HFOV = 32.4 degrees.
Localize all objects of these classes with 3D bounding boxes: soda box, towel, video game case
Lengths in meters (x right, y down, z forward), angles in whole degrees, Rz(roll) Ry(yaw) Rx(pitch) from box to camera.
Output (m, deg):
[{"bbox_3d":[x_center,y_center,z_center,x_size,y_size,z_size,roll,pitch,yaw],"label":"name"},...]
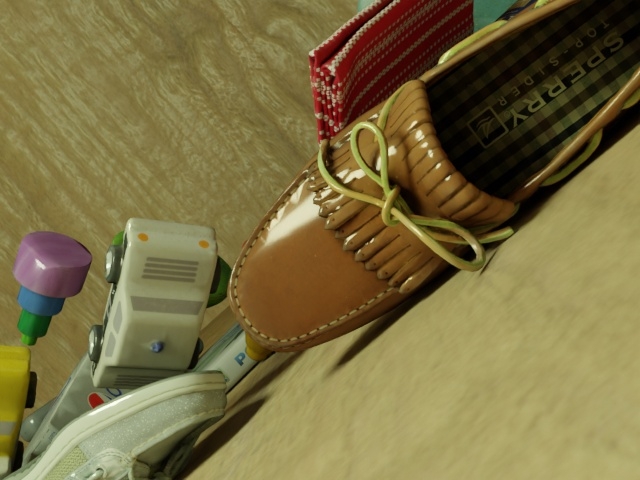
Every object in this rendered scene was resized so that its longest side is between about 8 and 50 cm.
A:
[{"bbox_3d":[-0.253,0.198,1.242,0.091,0.098,0.286,-54,9,15],"label":"soda box"},{"bbox_3d":[0.073,-0.093,0.933,0.199,0.031,0.275,-43,-35,-29],"label":"towel"},{"bbox_3d":[-0.125,0.153,1.387,0.300,0.036,0.329,-44,4,-23],"label":"video game case"}]

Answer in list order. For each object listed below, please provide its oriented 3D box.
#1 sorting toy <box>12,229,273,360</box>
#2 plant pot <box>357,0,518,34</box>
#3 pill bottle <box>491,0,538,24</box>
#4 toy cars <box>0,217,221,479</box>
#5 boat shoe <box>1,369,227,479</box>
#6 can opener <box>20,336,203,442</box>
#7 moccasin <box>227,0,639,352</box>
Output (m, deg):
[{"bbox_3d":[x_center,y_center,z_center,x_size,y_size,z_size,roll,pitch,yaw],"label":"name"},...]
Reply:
[{"bbox_3d":[-0.146,0.070,1.123,0.365,0.127,0.126,4,-61,-39],"label":"sorting toy"},{"bbox_3d":[0.187,-0.235,1.126,0.247,0.248,0.252,-40,12,32],"label":"plant pot"},{"bbox_3d":[0.186,-0.145,0.919,0.187,0.112,0.112,-44,3,-27],"label":"pill bottle"},{"bbox_3d":[-0.233,0.133,0.999,0.394,0.176,0.087,-33,39,11],"label":"toy cars"},{"bbox_3d":[-0.200,0.222,0.966,0.320,0.103,0.118,-36,-15,12],"label":"boat shoe"},{"bbox_3d":[-0.270,0.189,1.438,0.280,0.074,0.093,-35,-9,-48],"label":"can opener"},{"bbox_3d":[0.090,-0.051,0.761,0.380,0.139,0.147,-32,-4,12],"label":"moccasin"}]
